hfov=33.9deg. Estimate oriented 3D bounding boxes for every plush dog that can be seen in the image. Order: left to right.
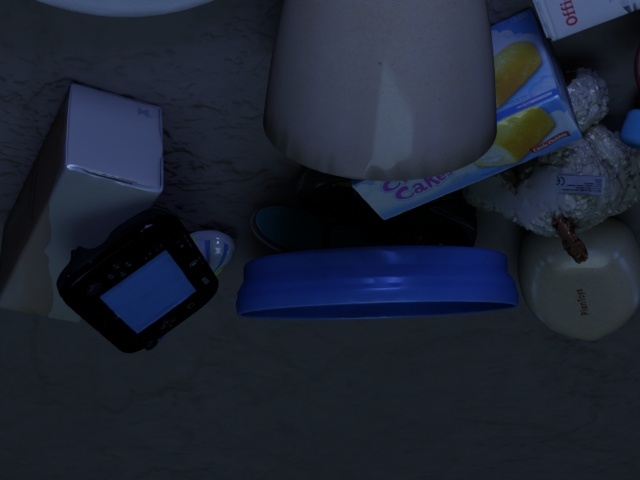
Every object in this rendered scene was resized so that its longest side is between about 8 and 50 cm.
[{"bbox_3d":[0.353,-0.084,1.383,0.225,0.210,0.262,-14,155,-37],"label":"plush dog"}]

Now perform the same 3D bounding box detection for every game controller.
[{"bbox_3d":[-0.225,0.059,1.355,0.166,0.067,0.319,-28,160,-4],"label":"game controller"}]

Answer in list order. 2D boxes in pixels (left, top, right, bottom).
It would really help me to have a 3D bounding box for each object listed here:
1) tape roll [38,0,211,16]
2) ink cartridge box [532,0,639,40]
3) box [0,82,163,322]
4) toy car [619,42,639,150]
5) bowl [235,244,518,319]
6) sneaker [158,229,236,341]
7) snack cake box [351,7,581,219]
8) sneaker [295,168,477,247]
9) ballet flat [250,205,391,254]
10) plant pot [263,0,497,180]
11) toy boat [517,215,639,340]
[{"bbox_3d":[-0.191,-0.376,0.976,0.392,0.072,0.392,-5,143,-3],"label":"tape roll"},{"bbox_3d":[0.316,-0.323,1.107,0.218,0.092,0.158,-20,142,15],"label":"ink cartridge box"},{"bbox_3d":[-0.313,-0.039,1.352,0.121,0.148,0.311,14,138,-25],"label":"box"},{"bbox_3d":[0.474,-0.186,1.272,0.210,0.219,0.238,21,-176,7],"label":"toy car"},{"bbox_3d":[0.077,0.063,1.465,0.391,0.077,0.391,-1,173,0],"label":"bowl"},{"bbox_3d":[-0.215,0.082,1.545,0.240,0.126,0.091,-31,137,30],"label":"sneaker"},{"bbox_3d":[0.163,-0.150,1.269,0.264,0.152,0.089,-23,140,21],"label":"snack cake box"},{"bbox_3d":[0.098,-0.046,1.439,0.267,0.106,0.101,7,144,-15],"label":"sneaker"},{"bbox_3d":[0.000,0.000,1.523,0.221,0.077,0.079,6,161,-17],"label":"ballet flat"},{"bbox_3d":[0.065,-0.243,1.078,0.256,0.256,0.274,-3,123,-5],"label":"plant pot"},{"bbox_3d":[0.461,0.036,1.595,0.318,0.148,0.267,-6,139,12],"label":"toy boat"}]
